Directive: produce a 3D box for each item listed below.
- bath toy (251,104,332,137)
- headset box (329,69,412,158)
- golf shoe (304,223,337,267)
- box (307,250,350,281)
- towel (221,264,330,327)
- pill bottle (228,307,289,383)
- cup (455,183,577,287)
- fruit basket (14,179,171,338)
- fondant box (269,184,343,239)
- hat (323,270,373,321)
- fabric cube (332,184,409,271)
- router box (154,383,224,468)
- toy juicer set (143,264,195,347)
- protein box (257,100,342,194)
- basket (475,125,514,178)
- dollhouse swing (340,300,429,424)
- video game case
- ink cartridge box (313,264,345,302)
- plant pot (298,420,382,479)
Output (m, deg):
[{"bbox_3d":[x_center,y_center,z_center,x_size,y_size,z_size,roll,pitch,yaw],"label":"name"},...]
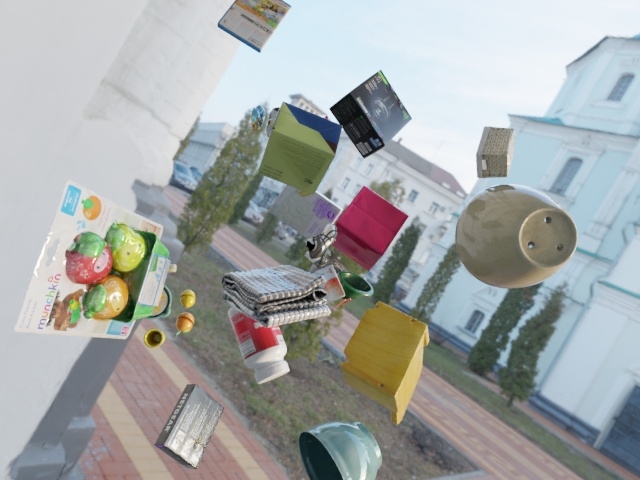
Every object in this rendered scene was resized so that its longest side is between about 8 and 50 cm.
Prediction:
[{"bbox_3d":[-0.107,-0.481,1.808,0.348,0.151,0.129,7,-15,-4],"label":"bath toy"},{"bbox_3d":[0.213,-0.515,1.764,0.131,0.283,0.246,-22,-72,49],"label":"headset box"},{"bbox_3d":[0.000,0.000,1.603,0.094,0.198,0.077,30,-43,-15],"label":"golf shoe"},{"bbox_3d":[0.036,0.162,2.057,0.093,0.158,0.156,-18,-60,47],"label":"box"},{"bbox_3d":[-0.138,0.151,1.302,0.235,0.121,0.283,-4,11,-35],"label":"towel"},{"bbox_3d":[-0.313,0.515,2.270,0.408,0.229,0.229,66,13,19],"label":"pill bottle"},{"bbox_3d":[0.592,-0.011,1.267,0.331,0.331,0.237,31,0,-2],"label":"cup"},{"bbox_3d":[-0.513,0.070,1.045,0.165,0.327,0.353,10,-13,11],"label":"fruit basket"},{"bbox_3d":[-0.079,-0.165,2.386,0.330,0.238,0.096,35,9,3],"label":"fondant box"},{"bbox_3d":[0.111,0.259,1.988,0.208,0.184,0.173,16,24,-31],"label":"hat"},{"bbox_3d":[0.220,-0.054,2.079,0.258,0.259,0.254,34,-24,5],"label":"fabric cube"},{"bbox_3d":[-0.356,0.511,1.210,0.046,0.179,0.133,-15,-56,32],"label":"router box"},{"bbox_3d":[-0.569,0.202,1.576,0.089,0.209,0.329,115,-46,-78],"label":"toy juicer set"},{"bbox_3d":[-0.067,-0.282,1.361,0.199,0.136,0.201,20,-36,-9],"label":"protein box"},{"bbox_3d":[0.606,-0.306,1.510,0.103,0.167,0.113,6,-39,28],"label":"basket"},{"bbox_3d":[0.260,0.509,1.779,0.315,0.347,0.305,26,-39,14],"label":"dollhouse swing"},{"bbox_3d":[-0.159,-0.550,1.071,0.119,0.166,0.015,30,-21,-6],"label":"video game case"},{"bbox_3d":[-0.004,0.203,1.865,0.045,0.179,0.145,79,-12,-71],"label":"ink cartridge box"},{"bbox_3d":[0.083,0.746,1.496,0.196,0.293,0.293,-18,31,-32],"label":"plant pot"}]
